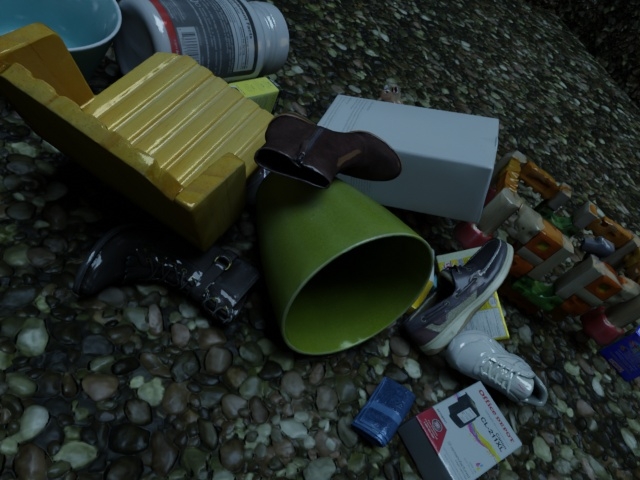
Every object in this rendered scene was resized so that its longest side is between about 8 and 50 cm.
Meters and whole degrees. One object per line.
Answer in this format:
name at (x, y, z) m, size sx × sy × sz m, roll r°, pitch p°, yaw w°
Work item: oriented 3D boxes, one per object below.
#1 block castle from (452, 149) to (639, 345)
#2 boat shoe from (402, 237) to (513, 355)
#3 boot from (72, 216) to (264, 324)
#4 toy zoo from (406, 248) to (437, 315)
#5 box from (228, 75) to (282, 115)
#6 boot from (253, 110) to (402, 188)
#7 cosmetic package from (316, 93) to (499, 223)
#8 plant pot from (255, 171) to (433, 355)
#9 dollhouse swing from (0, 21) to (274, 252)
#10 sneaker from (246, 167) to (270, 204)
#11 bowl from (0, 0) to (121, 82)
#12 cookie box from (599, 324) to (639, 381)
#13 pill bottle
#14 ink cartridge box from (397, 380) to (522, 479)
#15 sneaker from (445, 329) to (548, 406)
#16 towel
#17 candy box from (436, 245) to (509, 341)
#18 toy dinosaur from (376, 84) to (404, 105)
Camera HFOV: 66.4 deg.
block castle at (0.549, 0.022, 1.182) m, size 0.453 × 0.213 × 0.303 m, roll 35°, pitch 41°, yaw -1°
boat shoe at (0.273, 0.094, 0.969) m, size 0.092 × 0.103 × 0.285 m, roll 43°, pitch 79°, yaw -8°
boot at (-0.228, 0.059, 0.801) m, size 0.229 × 0.091 × 0.263 m, roll 38°, pitch 43°, yaw 5°
toy zoo at (0.139, 0.038, 1.061) m, size 0.293 × 0.030 × 0.192 m, roll 31°, pitch 46°, yaw -2°
box at (-0.197, -0.314, 1.131) m, size 0.232 × 0.087 × 0.058 m, roll -30°, pitch 69°, yaw -40°
boot at (0.021, -0.125, 0.804) m, size 0.248 × 0.090 × 0.207 m, roll 21°, pitch 31°, yaw -7°
cosmetic package at (0.186, -0.191, 1.096) m, size 0.385 × 0.156 × 0.217 m, roll 15°, pitch 44°, yaw 14°
plant pot at (0.000, 0.000, 0.866) m, size 0.274 × 0.275 × 0.293 m, roll -5°, pitch 43°, yaw -32°
dollhouse swing at (-0.236, -0.213, 0.773) m, size 0.347 × 0.315 × 0.305 m, roll 36°, pitch 73°, yaw 2°
sneaker at (-0.151, -0.178, 1.031) m, size 0.111 × 0.103 × 0.252 m, roll 6°, pitch 51°, yaw -27°
bowl at (-0.558, -0.399, 0.947) m, size 0.311 × 0.163 × 0.312 m, roll 15°, pitch 47°, yaw -17°
cookie box at (0.733, 0.265, 1.148) m, size 0.040 × 0.107 × 0.092 m, roll -23°, pitch 68°, yaw -41°
pill bottle at (-0.259, -0.448, 1.120) m, size 0.363 × 0.210 × 0.210 m, roll -26°, pitch 69°, yaw -41°
ink cartridge box at (0.238, 0.336, 0.840) m, size 0.175 × 0.072 × 0.127 m, roll -13°, pitch 60°, yaw -35°
sneaker at (0.339, 0.242, 0.912) m, size 0.232 × 0.090 × 0.115 m, roll 25°, pitch 6°, yaw -21°
towel at (0.109, 0.287, 0.826) m, size 0.067 × 0.029 × 0.119 m, roll 24°, pitch 40°, yaw 25°
candy box at (0.319, 0.118, 1.036) m, size 0.105 × 0.027 × 0.206 m, roll -14°, pitch 62°, yaw 15°
toy dinosaur at (0.248, -0.257, 1.312) m, size 0.200 × 0.127 × 0.296 m, roll -8°, pitch 70°, yaw -25°
